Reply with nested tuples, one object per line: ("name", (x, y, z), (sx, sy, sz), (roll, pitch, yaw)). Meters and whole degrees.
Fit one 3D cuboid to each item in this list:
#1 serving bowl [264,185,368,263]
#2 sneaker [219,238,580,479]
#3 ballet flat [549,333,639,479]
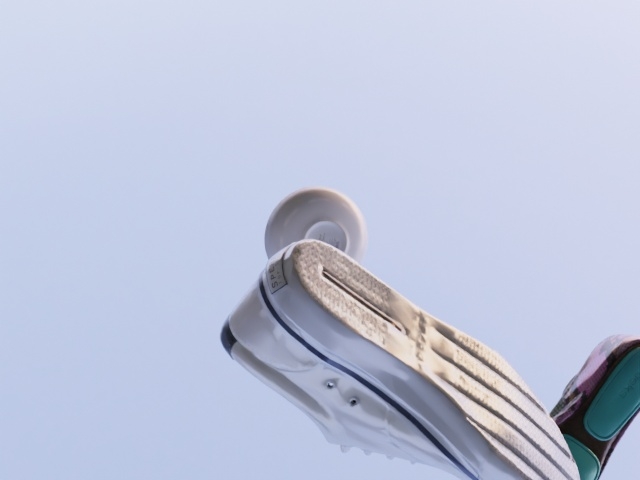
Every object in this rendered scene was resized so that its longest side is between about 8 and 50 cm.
("serving bowl", (0.000, 0.000, 0.945), (0.083, 0.083, 0.027), (-24, -165, -12))
("sneaker", (0.052, 0.099, 0.761), (0.258, 0.091, 0.094), (40, -145, -15))
("ballet flat", (0.229, 0.177, 1.112), (0.077, 0.079, 0.221), (40, -99, -14))
